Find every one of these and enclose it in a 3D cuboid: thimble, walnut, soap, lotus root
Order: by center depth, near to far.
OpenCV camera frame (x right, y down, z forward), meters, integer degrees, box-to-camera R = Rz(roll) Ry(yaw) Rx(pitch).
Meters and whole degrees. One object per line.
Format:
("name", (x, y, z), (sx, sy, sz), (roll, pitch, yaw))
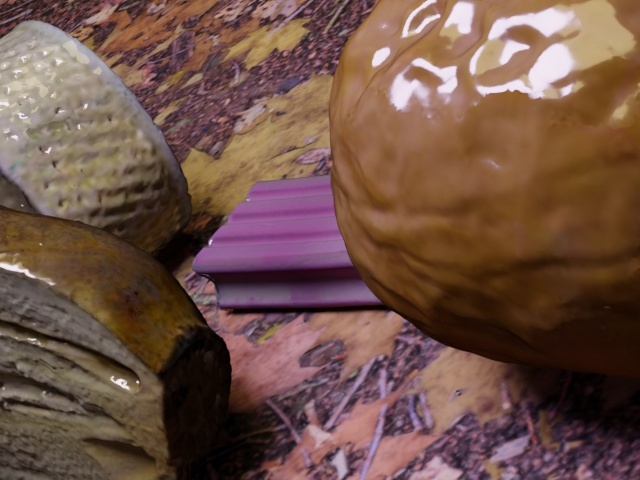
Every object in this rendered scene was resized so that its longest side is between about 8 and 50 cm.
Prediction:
("walnut", (0.195, -0.063, 1.113), (0.354, 0.308, 0.397), (-36, 24, -33))
("lotus root", (-0.182, 0.075, 1.336), (0.260, 0.267, 0.149), (4, 39, 35))
("soap", (0.000, 0.000, 1.462), (0.203, 0.065, 0.122), (-3, 40, 43))
("thimble", (-0.260, -0.067, 1.625), (0.150, 0.271, 0.270), (-43, 29, -22))
